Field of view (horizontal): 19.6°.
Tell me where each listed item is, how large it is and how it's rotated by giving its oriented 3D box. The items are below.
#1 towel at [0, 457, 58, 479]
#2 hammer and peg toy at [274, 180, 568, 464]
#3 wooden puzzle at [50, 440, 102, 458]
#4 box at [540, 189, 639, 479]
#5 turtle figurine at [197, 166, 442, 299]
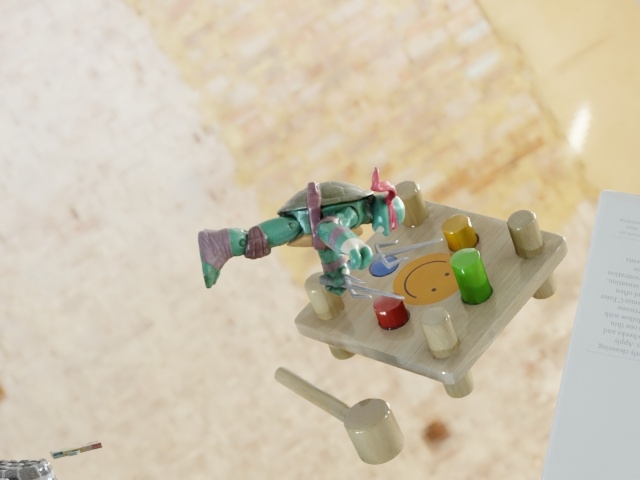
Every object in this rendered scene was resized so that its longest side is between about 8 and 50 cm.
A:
[{"bbox_3d":[-0.329,0.317,1.706,0.284,0.235,0.121,-5,-171,45],"label":"towel"},{"bbox_3d":[0.096,0.086,2.238,0.266,0.127,0.361,17,-129,40],"label":"hammer and peg toy"},{"bbox_3d":[-0.245,0.209,1.861,0.049,0.006,0.083,-12,179,-13],"label":"wooden puzzle"},{"bbox_3d":[0.307,0.161,1.727,0.215,0.168,0.345,76,28,-65],"label":"box"},{"bbox_3d":[0.000,0.000,1.827,0.234,0.118,0.175,-7,164,2],"label":"turtle figurine"}]
